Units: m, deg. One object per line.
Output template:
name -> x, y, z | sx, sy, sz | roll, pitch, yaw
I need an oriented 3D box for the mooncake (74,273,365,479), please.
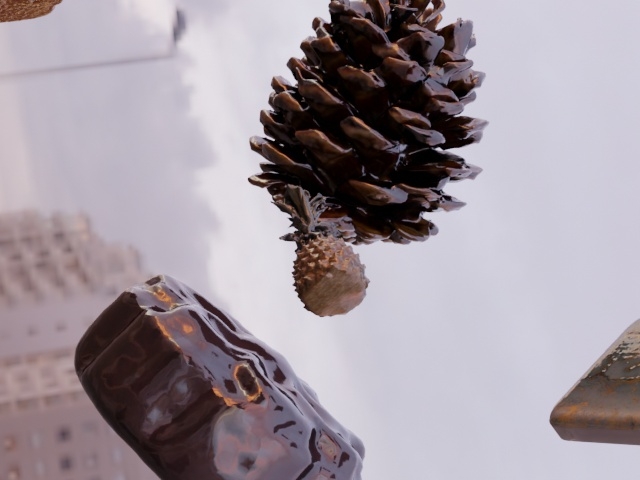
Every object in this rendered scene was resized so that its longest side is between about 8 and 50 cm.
mooncake -> -0.083, 0.149, 1.534 | 0.283, 0.141, 0.283 | 43, -1, 1

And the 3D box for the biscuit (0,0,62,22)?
biscuit -> -0.273, -0.223, 1.549 | 0.130, 0.102, 0.019 | 131, -44, -66

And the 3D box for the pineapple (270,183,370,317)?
pineapple -> 0.000, 0.000, 1.293 | 0.124, 0.058, 0.058 | -105, -165, -47

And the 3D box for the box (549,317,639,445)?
box -> 0.299, 0.103, 1.327 | 0.044, 0.142, 0.285 | 54, -27, -17

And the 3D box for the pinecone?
pinecone -> 0.053, -0.109, 1.653 | 0.272, 0.224, 0.224 | -67, -158, 9
